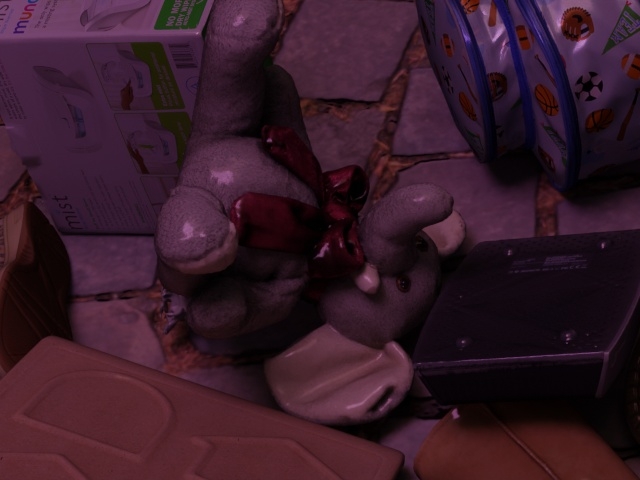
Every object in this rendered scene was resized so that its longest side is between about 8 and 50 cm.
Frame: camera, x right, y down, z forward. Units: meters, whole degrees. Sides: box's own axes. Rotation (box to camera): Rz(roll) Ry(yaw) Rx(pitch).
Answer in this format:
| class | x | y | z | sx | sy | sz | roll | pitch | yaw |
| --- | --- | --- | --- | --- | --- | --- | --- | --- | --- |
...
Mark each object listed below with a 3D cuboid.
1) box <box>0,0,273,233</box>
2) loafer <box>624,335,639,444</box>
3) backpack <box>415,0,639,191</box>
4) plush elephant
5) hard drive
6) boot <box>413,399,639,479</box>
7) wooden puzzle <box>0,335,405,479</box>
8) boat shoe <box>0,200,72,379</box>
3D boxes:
| class | x | y | z | sx | sy | sz | roll | pitch | yaw |
| --- | --- | --- | --- | --- | --- | --- | --- | --- | --- |
| box | -0.167 | -0.130 | 1.673 | 0.231 | 0.262 | 0.127 | 1 | 49 | 19 |
| loafer | 0.336 | 0.062 | 1.462 | 0.102 | 0.092 | 0.269 | 15 | 70 | 44 |
| backpack | 0.205 | -0.183 | 1.618 | 0.213 | 0.276 | 0.263 | -29 | 54 | -3 |
| plush elephant | 0.000 | 0.000 | 1.521 | 0.255 | 0.330 | 0.272 | 12 | 53 | -1 |
| hard drive | 0.180 | 0.061 | 1.464 | 0.172 | 0.054 | 0.255 | -5 | 20 | 19 |
| boot | 0.229 | 0.178 | 1.371 | 0.236 | 0.089 | 0.269 | -41 | 48 | -4 |
| wooden puzzle | -0.129 | 0.203 | 1.369 | 0.322 | 0.081 | 0.348 | 18 | 21 | 11 |
| boat shoe | -0.285 | 0.064 | 1.628 | 0.089 | 0.105 | 0.285 | -28 | 22 | 10 |
